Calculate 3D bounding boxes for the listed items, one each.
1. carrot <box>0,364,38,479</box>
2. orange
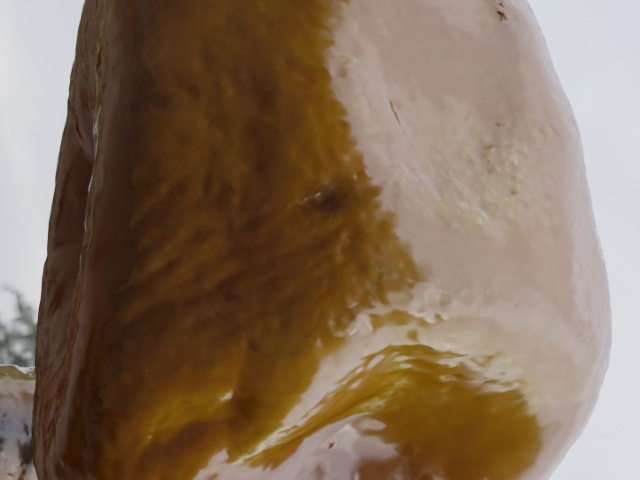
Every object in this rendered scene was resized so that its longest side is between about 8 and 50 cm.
[{"bbox_3d":[-0.179,0.137,0.979,0.114,0.302,0.114,-21,-116,51],"label":"carrot"},{"bbox_3d":[0.000,0.000,0.515,0.249,0.183,0.249,-172,-90,-76],"label":"orange"}]
